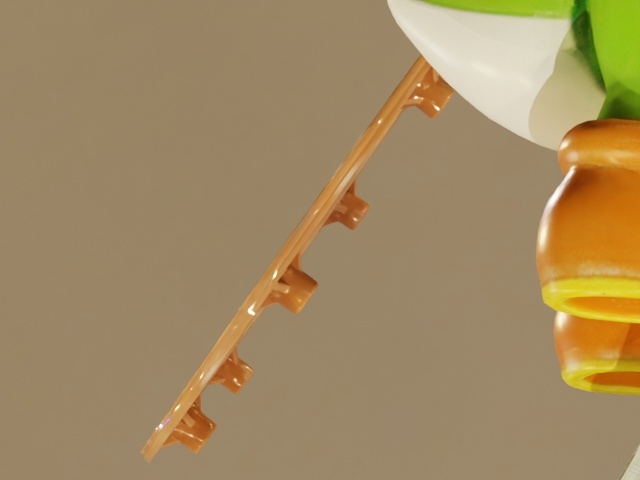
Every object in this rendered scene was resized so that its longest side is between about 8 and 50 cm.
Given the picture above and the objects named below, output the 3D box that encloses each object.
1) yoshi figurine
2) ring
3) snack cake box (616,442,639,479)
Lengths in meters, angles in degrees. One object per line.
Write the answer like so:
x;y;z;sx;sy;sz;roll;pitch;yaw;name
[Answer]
0.164;-0.133;0.659;0.203;0.203;0.362;-16;-116;48;yoshi figurine
0.000;0.000;1.159;0.336;0.032;0.336;-54;180;1;ring
0.190;0.170;0.883;0.152;0.089;0.264;31;-110;15;snack cake box
